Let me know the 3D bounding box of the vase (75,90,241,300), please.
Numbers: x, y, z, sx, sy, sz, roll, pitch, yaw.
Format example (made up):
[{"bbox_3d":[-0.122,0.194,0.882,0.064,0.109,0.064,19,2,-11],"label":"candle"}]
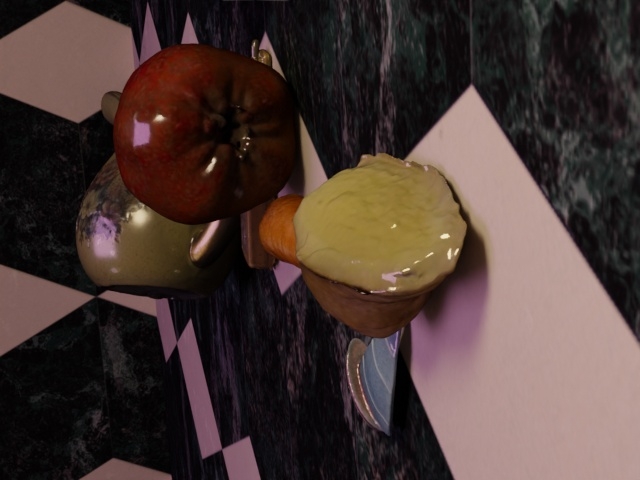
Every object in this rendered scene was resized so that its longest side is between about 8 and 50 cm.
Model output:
[{"bbox_3d":[-0.206,-0.073,1.667,0.329,0.240,0.302,-7,75,49],"label":"vase"}]

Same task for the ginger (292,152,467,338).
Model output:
[{"bbox_3d":[0.054,0.023,0.839,0.123,0.115,0.193,66,166,-23],"label":"ginger"}]

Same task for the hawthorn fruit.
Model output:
[{"bbox_3d":[-0.147,-0.123,1.292,0.248,0.208,0.208,12,109,57],"label":"hawthorn fruit"}]

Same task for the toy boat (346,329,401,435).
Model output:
[{"bbox_3d":[0.053,0.112,0.979,0.122,0.034,0.096,113,143,-61],"label":"toy boat"}]

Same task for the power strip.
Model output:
[{"bbox_3d":[-0.082,-0.099,1.422,0.064,0.044,0.305,-121,28,-62],"label":"power strip"}]

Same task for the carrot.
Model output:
[{"bbox_3d":[0.000,0.000,1.086,0.205,0.072,0.072,-157,62,-69],"label":"carrot"}]
